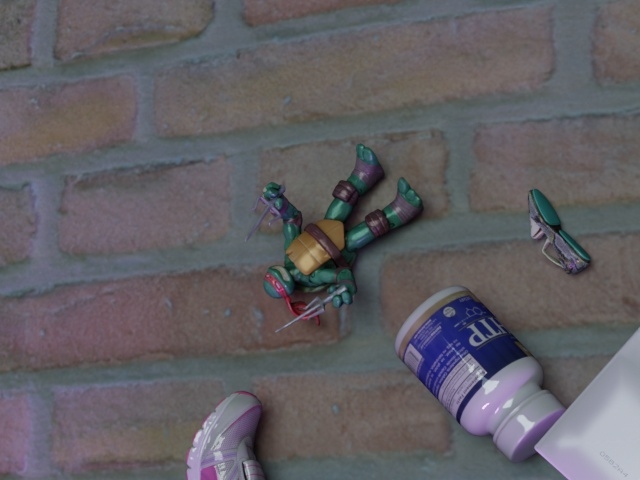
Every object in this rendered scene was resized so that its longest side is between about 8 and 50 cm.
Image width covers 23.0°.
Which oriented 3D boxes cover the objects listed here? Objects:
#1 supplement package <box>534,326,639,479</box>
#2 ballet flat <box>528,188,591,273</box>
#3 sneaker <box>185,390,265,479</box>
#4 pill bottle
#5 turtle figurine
[{"bbox_3d":[0.374,0.215,1.545,0.199,0.262,0.198,42,92,27],"label":"supplement package"},{"bbox_3d":[0.260,-0.007,1.788,0.041,0.041,0.114,-37,63,8],"label":"ballet flat"},{"bbox_3d":[-0.095,0.301,1.815,0.111,0.103,0.252,9,84,21],"label":"sneaker"},{"bbox_3d":[0.179,0.149,1.732,0.112,0.112,0.187,-45,64,5],"label":"pill bottle"},{"bbox_3d":[0.000,0.000,1.851,0.234,0.118,0.175,-41,77,-11],"label":"turtle figurine"}]
